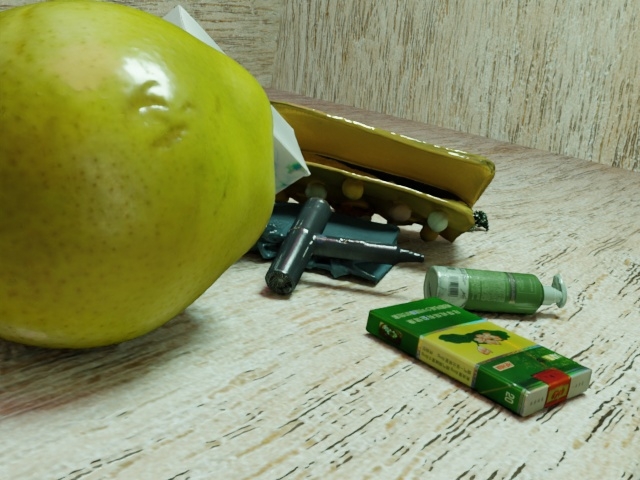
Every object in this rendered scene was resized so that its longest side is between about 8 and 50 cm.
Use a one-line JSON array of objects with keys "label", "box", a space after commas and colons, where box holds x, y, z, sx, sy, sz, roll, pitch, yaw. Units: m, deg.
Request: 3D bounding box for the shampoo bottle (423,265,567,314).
[{"label": "shampoo bottle", "box": [0.251, 0.070, 1.091, 0.205, 0.065, 0.065, 5, 16, -12]}]

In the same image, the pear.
[{"label": "pear", "box": [-0.247, -0.067, 0.805, 0.418, 0.362, 0.362, -11, 24, -33]}]

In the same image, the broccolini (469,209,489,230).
[{"label": "broccolini", "box": [0.227, -0.084, 1.618, 0.123, 0.062, 0.271, 15, 14, -38]}]

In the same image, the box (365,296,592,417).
[{"label": "box", "box": [0.180, 0.128, 0.908, 0.132, 0.034, 0.235, -6, 21, -43]}]

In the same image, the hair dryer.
[{"label": "hair dryer", "box": [0.041, 0.025, 1.072, 0.195, 0.050, 0.173, 16, 44, 11]}]

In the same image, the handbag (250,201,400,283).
[{"label": "handbag", "box": [0.000, 0.000, 1.208, 0.229, 0.062, 0.179, 13, 17, 17]}]

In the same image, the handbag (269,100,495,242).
[{"label": "handbag", "box": [0.073, -0.094, 1.327, 0.401, 0.133, 0.283, 15, -9, 1]}]

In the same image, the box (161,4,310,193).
[{"label": "box", "box": [-0.179, -0.150, 1.076, 0.274, 0.203, 0.116, 45, 18, -43]}]
